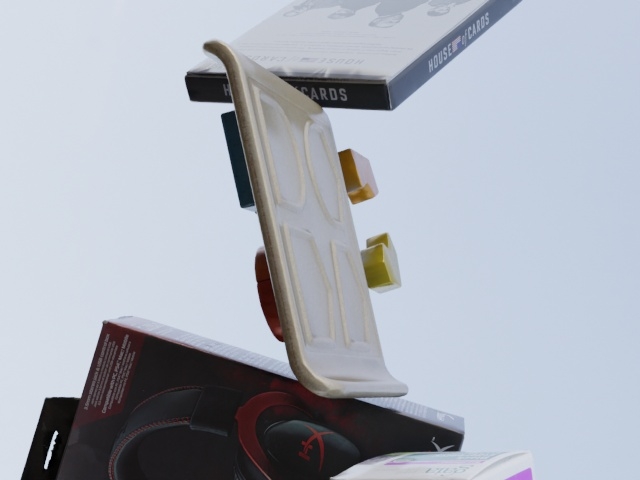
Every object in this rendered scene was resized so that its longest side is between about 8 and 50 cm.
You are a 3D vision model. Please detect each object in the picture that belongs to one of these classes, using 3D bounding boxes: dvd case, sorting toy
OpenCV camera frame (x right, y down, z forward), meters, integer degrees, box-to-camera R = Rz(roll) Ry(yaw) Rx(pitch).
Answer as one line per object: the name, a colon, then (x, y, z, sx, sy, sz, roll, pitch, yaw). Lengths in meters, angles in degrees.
dvd case: (0.031, -0.160, 1.238, 0.179, 0.238, 0.030, 5, -60, 31)
sorting toy: (0.000, 0.000, 1.064, 0.041, 0.307, 0.229, -19, -100, 13)

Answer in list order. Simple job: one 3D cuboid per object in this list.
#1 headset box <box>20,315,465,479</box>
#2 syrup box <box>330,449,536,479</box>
headset box: (-0.067, 0.189, 1.119, 0.110, 0.293, 0.218, 17, 91, -85)
syrup box: (0.078, 0.245, 0.924, 0.093, 0.096, 0.237, -6, -90, 31)
